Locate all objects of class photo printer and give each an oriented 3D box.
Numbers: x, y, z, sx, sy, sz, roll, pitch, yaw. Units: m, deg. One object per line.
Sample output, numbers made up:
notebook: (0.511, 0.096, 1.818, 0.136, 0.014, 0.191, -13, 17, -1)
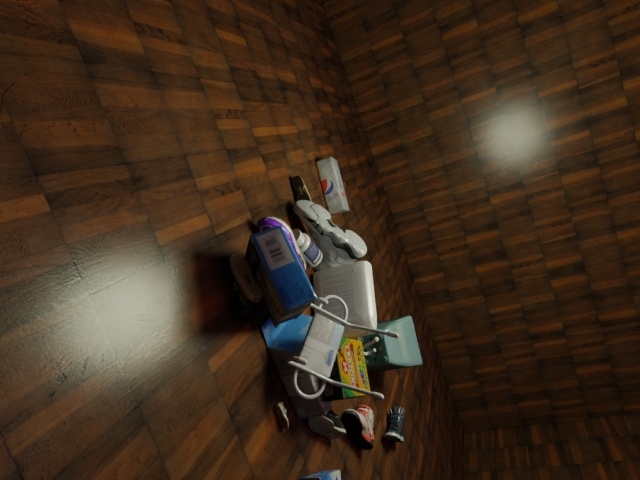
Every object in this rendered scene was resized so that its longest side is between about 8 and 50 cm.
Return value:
photo printer: (0.097, 0.252, 1.841, 0.107, 0.256, 0.308, 50, 31, -51)

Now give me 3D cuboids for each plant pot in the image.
plant pot: (0.309, 0.515, 2.224, 0.252, 0.247, 0.248, 8, 67, -55)

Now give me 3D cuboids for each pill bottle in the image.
pill bottle: (-0.069, 0.029, 1.817, 0.169, 0.094, 0.094, 51, 31, -45)

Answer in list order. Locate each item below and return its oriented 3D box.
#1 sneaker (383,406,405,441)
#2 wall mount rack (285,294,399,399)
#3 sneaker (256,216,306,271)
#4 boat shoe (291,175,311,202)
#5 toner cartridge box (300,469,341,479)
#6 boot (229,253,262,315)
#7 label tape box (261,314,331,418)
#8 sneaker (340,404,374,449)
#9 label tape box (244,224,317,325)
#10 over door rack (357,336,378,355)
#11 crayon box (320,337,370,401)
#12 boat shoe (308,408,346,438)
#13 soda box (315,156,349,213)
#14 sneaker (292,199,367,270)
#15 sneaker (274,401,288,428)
sneaker: (0.362, 0.894, 2.242, 0.226, 0.086, 0.163, 56, 36, -59)
wall mount rack: (0.067, 0.339, 1.431, 0.304, 0.130, 0.350, 28, 61, -13)
sneaker: (-0.133, 0.053, 1.615, 0.293, 0.102, 0.146, 59, 21, -32)
boat shoe: (-0.075, -0.190, 2.012, 0.072, 0.068, 0.190, 36, 42, -81)
toner cartridge box: (0.021, 0.916, 1.419, 0.165, 0.075, 0.348, 35, 43, -60)
boot: (-0.242, 0.131, 1.369, 0.069, 0.086, 0.190, 13, 33, -41)
label tape box: (-0.053, 0.385, 1.574, 0.249, 0.115, 0.348, -46, 119, -66)
sneaker: (0.151, 0.723, 1.867, 0.145, 0.090, 0.270, -81, 150, -50)
label tape box: (-0.141, 0.130, 1.420, 0.241, 0.105, 0.334, 63, -21, 13)
over door rack: (0.163, 0.343, 2.031, 0.324, 0.108, 0.240, 59, 9, -51)
crayon box: (0.093, 0.454, 1.624, 0.318, 0.081, 0.202, 31, 46, -62)
boat shoe: (0.017, 0.636, 1.620, 0.233, 0.084, 0.079, 52, 19, -48)
soda box: (0.063, -0.281, 2.374, 0.098, 0.091, 0.286, 2, 73, -69)
sneaker: (0.000, 0.000, 1.952, 0.365, 0.210, 0.137, 36, 30, -8)
sneaker: (-0.114, 0.541, 1.418, 0.037, 0.031, 0.083, -29, 102, -68)
